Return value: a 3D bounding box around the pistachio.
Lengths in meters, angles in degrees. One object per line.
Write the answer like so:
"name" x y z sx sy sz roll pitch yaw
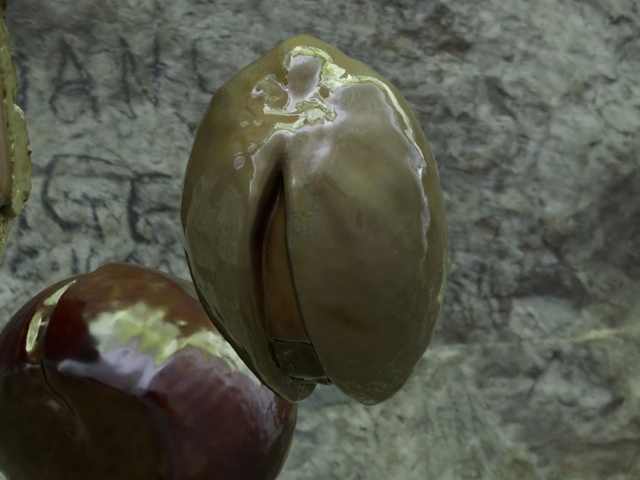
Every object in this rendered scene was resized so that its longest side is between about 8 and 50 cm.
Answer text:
"pistachio" 0.000 0.000 0.471 0.124 0.124 0.185 -24 -52 -22

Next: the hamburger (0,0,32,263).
"hamburger" -0.299 -0.099 0.603 0.208 0.162 0.330 6 -37 0

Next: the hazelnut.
"hazelnut" -0.138 0.128 0.772 0.233 0.218 0.218 32 -93 7
